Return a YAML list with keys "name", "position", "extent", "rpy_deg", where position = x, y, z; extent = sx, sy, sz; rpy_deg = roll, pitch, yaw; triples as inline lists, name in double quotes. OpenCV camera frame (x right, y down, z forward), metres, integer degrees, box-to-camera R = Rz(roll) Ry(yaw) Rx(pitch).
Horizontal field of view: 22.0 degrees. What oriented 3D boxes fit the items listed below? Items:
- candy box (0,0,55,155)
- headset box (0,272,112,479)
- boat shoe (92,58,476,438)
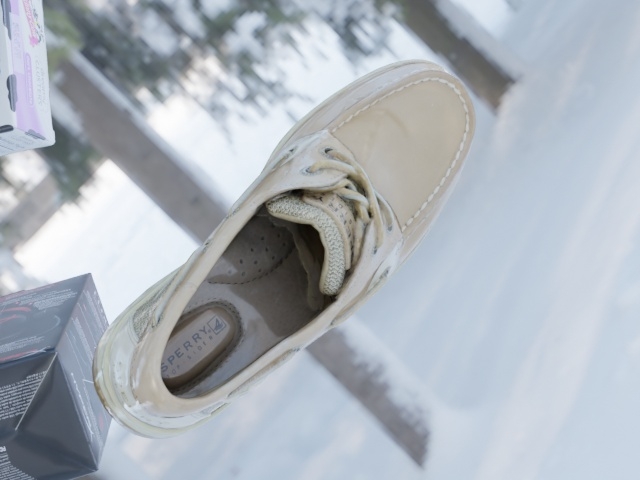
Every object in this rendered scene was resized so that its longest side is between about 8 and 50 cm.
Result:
- name: "candy box"
  position: [-0.346, -0.152, 1.489]
  extent: [0.196, 0.165, 0.070]
  rpy_deg: [-12, -14, 20]
- name: "headset box"
  position: [-0.294, 0.131, 1.419]
  extent: [0.218, 0.110, 0.293]
  rpy_deg: [-17, 13, 1]
- name: "boat shoe"
  position: [0.000, 0.000, 1.077]
  extent: [0.341, 0.121, 0.110]
  rpy_deg: [-48, 10, -23]
